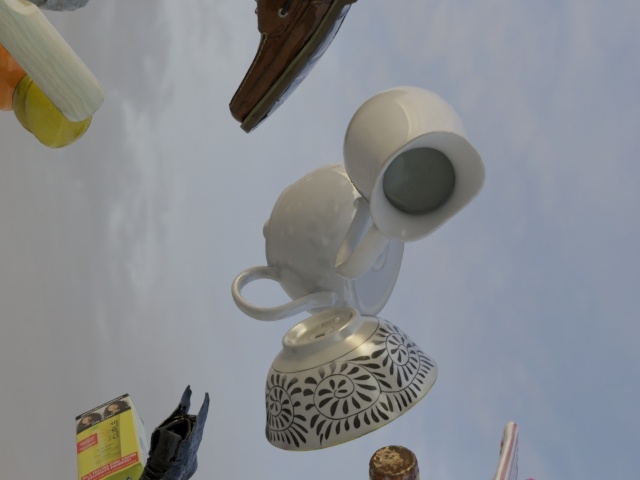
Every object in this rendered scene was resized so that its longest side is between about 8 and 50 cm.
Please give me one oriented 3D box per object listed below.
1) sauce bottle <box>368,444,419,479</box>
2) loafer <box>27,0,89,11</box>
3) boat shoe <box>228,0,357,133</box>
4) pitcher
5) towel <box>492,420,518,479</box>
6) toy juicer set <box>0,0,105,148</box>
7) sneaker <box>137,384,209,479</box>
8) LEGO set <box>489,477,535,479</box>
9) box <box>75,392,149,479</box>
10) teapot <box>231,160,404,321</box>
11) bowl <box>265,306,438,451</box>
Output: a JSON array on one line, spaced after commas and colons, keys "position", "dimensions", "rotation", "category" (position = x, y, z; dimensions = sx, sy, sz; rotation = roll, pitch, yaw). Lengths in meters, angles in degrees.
[{"position": [0.063, 0.227, 0.898], "dimensions": [0.042, 0.042, 0.128], "rotation": [-131, -151, -53], "category": "sauce bottle"}, {"position": [-0.346, -0.318, 1.108], "dimensions": [0.319, 0.111, 0.112], "rotation": [33, -63, 37], "category": "loafer"}, {"position": [-0.026, -0.271, 1.299], "dimensions": [0.307, 0.104, 0.111], "rotation": [-52, -177, 14], "category": "boat shoe"}, {"position": [0.070, -0.059, 1.075], "dimensions": [0.178, 0.125, 0.207], "rotation": [-47, -164, 14], "category": "pitcher"}, {"position": [0.209, 0.331, 1.295], "dimensions": [0.144, 0.029, 0.197], "rotation": [-60, 150, -57], "category": "towel"}, {"position": [-0.234, -0.127, 0.707], "dimensions": [0.209, 0.089, 0.329], "rotation": [50, -9, -23], "category": "toy juicer set"}, {"position": [-0.176, 0.246, 1.234], "dimensions": [0.051, 0.170, 0.089], "rotation": [17, -56, 19], "category": "sneaker"}, {"position": [0.337, 0.454, 1.628], "dimensions": [0.093, 0.087, 0.227], "rotation": [-26, -73, 27], "category": "LEGO set"}, {"position": [-0.267, 0.277, 1.421], "dimensions": [0.232, 0.087, 0.058], "rotation": [-132, -161, -71], "category": "box"}, {"position": [0.000, 0.000, 1.589], "dimensions": [0.187, 0.256, 0.252], "rotation": [8, -94, 23], "category": "teapot"}, {"position": [0.014, 0.111, 0.998], "dimensions": [0.170, 0.170, 0.080], "rotation": [12, -53, 65], "category": "bowl"}]
